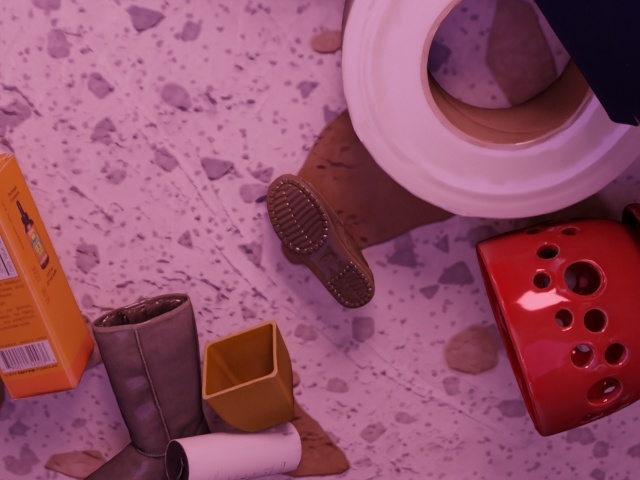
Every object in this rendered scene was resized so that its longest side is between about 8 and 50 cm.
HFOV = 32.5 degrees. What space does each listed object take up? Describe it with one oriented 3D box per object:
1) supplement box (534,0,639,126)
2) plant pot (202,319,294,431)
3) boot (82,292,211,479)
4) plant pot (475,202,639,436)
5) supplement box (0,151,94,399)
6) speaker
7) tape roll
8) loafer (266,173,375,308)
[{"bbox_3d":[0.339,-0.256,0.768,0.356,0.194,0.195,-42,111,-6],"label":"supplement box"},{"bbox_3d":[-0.066,0.147,1.119,0.081,0.081,0.083,-20,127,11],"label":"plant pot"},{"bbox_3d":[-0.195,0.173,1.115,0.190,0.076,0.208,-26,126,-23],"label":"boot"},{"bbox_3d":[0.251,0.066,1.006,0.174,0.191,0.191,-18,115,7],"label":"plant pot"},{"bbox_3d":[-0.301,0.037,1.068,0.080,0.078,0.233,-10,116,10],"label":"supplement box"},{"bbox_3d":[-0.089,0.223,1.132,0.136,0.055,0.055,-4,122,-34],"label":"speaker"},{"bbox_3d":[0.159,-0.165,0.942,0.286,0.100,0.286,1,116,2],"label":"tape roll"},{"bbox_3d":[0.000,0.000,1.059,0.056,0.050,0.148,-32,96,12],"label":"loafer"}]
